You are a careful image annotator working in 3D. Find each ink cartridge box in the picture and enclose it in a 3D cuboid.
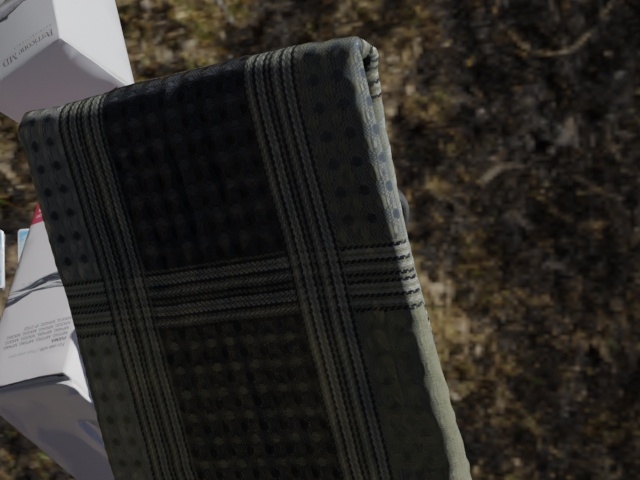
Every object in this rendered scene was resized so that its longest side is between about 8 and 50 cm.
[{"bbox_3d":[-0.191,0.078,1.130,0.172,0.100,0.237,54,33,-41],"label":"ink cartridge box"}]

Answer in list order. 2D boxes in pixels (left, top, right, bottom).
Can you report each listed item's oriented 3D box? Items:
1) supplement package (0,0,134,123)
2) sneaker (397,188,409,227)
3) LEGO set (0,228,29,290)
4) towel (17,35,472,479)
[{"bbox_3d":[-0.258,-0.202,1.178,0.105,0.105,0.179,36,29,-51],"label":"supplement package"},{"bbox_3d":[0.000,0.000,1.558,0.106,0.281,0.162,35,28,-18],"label":"sneaker"},{"bbox_3d":[-0.410,0.100,1.516,0.060,0.183,0.244,85,1,-72],"label":"LEGO set"},{"bbox_3d":[-0.053,0.046,0.843,0.056,0.312,0.324,-22,102,-52],"label":"towel"}]
